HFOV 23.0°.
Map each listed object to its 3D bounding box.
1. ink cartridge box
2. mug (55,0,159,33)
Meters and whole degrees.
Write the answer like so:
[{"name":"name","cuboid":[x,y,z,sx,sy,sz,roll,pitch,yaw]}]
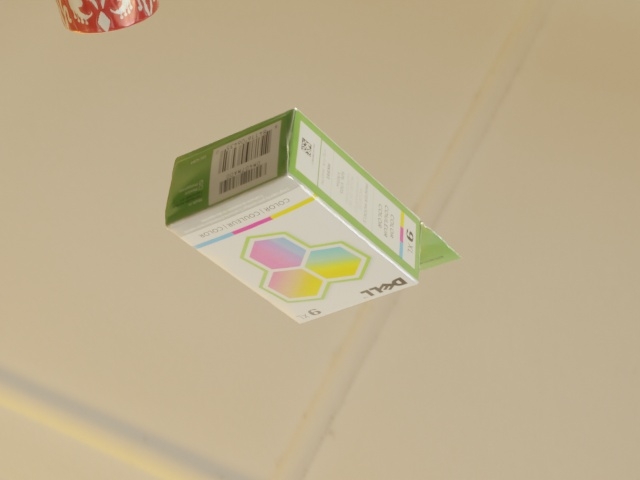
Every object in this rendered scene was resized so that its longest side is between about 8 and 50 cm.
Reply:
[{"name":"ink cartridge box","cuboid":[0.000,0.000,1.123,0.109,0.209,0.062,-20,-131,32]},{"name":"mug","cuboid":[-0.198,-0.290,1.432,0.113,0.169,0.150,5,-149,27]}]
